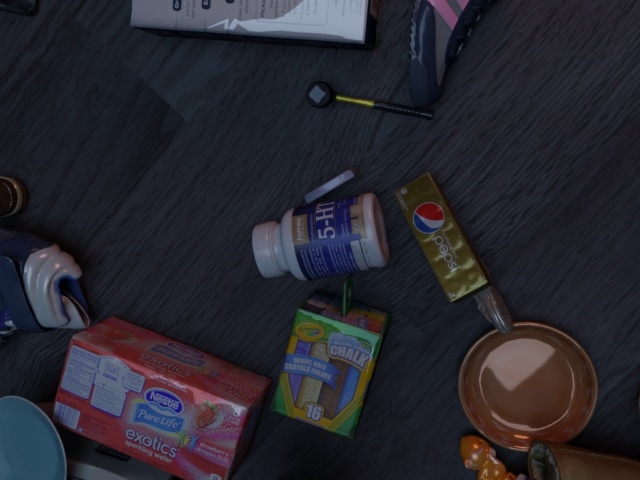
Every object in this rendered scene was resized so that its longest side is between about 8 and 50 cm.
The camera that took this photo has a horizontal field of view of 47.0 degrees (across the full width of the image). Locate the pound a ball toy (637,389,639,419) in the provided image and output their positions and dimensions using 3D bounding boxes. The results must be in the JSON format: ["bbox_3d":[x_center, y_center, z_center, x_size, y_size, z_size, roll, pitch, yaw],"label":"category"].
[{"bbox_3d":[0.618,0.209,0.964,0.319,0.136,0.208,16,124,7],"label":"pound a ball toy"}]

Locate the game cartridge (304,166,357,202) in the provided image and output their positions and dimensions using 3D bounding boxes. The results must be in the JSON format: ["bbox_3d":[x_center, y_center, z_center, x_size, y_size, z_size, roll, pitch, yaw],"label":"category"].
[{"bbox_3d":[0.016,-0.084,1.106,0.083,0.056,0.017,-30,99,14],"label":"game cartridge"}]

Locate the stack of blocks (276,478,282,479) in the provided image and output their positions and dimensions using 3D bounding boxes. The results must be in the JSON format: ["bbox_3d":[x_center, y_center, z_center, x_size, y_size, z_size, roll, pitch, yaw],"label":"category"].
[{"bbox_3d":[0.036,0.524,1.176,0.297,0.087,0.171,17,102,9],"label":"stack of blocks"}]

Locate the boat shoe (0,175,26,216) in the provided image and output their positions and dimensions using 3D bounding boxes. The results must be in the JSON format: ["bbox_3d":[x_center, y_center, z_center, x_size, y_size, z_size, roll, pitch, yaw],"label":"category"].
[{"bbox_3d":[-0.630,-0.068,1.229,0.257,0.095,0.095,-9,96,14],"label":"boat shoe"}]

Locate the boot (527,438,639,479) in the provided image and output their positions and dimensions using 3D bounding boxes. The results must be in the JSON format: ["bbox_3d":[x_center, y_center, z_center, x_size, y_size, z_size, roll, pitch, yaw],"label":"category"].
[{"bbox_3d":[0.439,0.341,0.971,0.269,0.236,0.089,12,83,-2],"label":"boot"}]

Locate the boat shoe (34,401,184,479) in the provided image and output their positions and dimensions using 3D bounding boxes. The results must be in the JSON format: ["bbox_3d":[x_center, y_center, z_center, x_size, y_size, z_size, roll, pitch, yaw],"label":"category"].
[{"bbox_3d":[-0.377,0.400,1.236,0.340,0.127,0.158,17,118,20],"label":"boat shoe"}]

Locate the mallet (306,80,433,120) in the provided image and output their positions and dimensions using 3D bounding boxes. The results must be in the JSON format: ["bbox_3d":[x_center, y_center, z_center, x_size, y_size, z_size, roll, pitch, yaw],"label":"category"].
[{"bbox_3d":[0.070,-0.200,1.073,0.189,0.062,0.039,12,102,10],"label":"mallet"}]

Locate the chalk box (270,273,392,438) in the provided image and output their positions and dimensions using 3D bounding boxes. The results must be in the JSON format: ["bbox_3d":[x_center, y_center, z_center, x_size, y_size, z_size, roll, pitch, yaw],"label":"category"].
[{"bbox_3d":[0.026,0.158,1.101,0.132,0.132,0.213,18,103,10],"label":"chalk box"}]

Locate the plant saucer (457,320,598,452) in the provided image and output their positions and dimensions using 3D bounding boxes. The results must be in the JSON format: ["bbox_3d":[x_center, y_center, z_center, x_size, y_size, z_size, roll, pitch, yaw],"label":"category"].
[{"bbox_3d":[0.307,0.215,1.096,0.200,0.037,0.200,2,99,13],"label":"plant saucer"}]

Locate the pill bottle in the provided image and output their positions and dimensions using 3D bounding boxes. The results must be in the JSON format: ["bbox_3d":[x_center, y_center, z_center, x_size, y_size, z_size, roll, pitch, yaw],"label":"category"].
[{"bbox_3d":[0.000,0.000,1.093,0.186,0.112,0.112,-11,96,13],"label":"pill bottle"}]

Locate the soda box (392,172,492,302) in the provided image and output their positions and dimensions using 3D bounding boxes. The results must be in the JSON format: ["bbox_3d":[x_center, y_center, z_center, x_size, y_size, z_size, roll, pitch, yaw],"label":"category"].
[{"bbox_3d":[0.176,-0.003,1.058,0.061,0.058,0.181,-30,75,14],"label":"soda box"}]

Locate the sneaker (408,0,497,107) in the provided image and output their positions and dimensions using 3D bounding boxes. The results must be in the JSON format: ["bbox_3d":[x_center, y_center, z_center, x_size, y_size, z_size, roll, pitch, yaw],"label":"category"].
[{"bbox_3d":[0.199,-0.334,1.000,0.131,0.112,0.319,12,102,13],"label":"sneaker"}]

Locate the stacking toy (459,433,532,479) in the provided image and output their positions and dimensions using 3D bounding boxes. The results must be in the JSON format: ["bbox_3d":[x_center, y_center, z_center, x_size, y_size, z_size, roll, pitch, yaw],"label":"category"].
[{"bbox_3d":[0.314,0.406,1.076,0.302,0.175,0.166,45,135,19],"label":"stacking toy"}]

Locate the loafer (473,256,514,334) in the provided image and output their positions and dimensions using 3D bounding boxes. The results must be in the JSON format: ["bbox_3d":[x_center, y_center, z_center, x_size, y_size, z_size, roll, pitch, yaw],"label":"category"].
[{"bbox_3d":[0.241,0.084,1.081,0.039,0.045,0.125,-34,68,30],"label":"loafer"}]

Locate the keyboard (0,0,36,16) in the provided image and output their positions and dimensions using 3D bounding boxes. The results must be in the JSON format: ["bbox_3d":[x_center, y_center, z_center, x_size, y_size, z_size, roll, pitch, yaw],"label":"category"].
[{"bbox_3d":[-0.495,-0.460,1.181,0.108,0.023,0.180,13,100,4],"label":"keyboard"}]

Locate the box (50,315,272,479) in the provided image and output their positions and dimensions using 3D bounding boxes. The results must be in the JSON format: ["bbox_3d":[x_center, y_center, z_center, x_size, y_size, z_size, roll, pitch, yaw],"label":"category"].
[{"bbox_3d":[-0.249,0.251,1.169,0.300,0.142,0.154,19,102,9],"label":"box"}]

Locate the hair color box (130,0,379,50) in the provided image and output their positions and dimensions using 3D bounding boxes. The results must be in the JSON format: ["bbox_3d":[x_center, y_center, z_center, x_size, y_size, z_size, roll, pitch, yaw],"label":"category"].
[{"bbox_3d":[-0.089,-0.376,1.060,0.347,0.105,0.174,7,100,11],"label":"hair color box"}]

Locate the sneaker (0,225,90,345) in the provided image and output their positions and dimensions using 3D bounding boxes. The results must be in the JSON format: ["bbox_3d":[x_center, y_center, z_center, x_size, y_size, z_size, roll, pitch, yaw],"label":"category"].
[{"bbox_3d":[-0.510,0.138,1.218,0.236,0.130,0.323,22,108,2],"label":"sneaker"}]

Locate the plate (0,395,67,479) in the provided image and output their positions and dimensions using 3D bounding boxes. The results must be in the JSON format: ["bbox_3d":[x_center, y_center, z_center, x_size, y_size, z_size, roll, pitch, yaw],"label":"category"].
[{"bbox_3d":[-0.461,0.332,1.160,0.188,0.024,0.188,6,102,28],"label":"plate"}]
